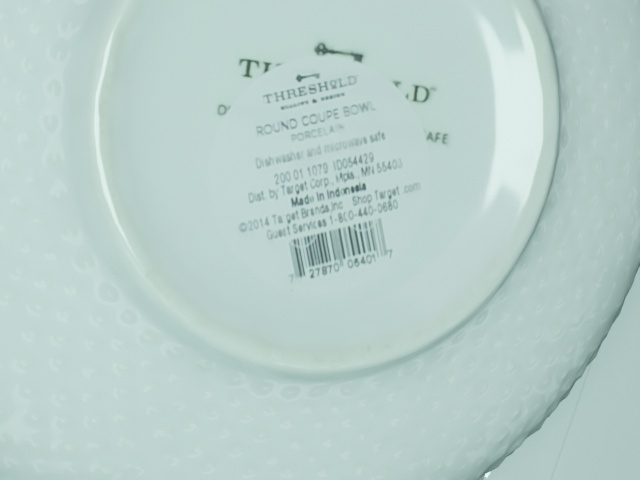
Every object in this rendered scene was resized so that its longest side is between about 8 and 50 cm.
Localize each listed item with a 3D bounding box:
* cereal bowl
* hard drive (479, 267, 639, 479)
[{"bbox_3d":[-0.020,-0.045,0.676,0.339,0.141,0.339,-2,95,-22],"label":"cereal bowl"},{"bbox_3d":[0.226,0.067,0.862,0.307,0.040,0.203,20,87,-17],"label":"hard drive"}]
